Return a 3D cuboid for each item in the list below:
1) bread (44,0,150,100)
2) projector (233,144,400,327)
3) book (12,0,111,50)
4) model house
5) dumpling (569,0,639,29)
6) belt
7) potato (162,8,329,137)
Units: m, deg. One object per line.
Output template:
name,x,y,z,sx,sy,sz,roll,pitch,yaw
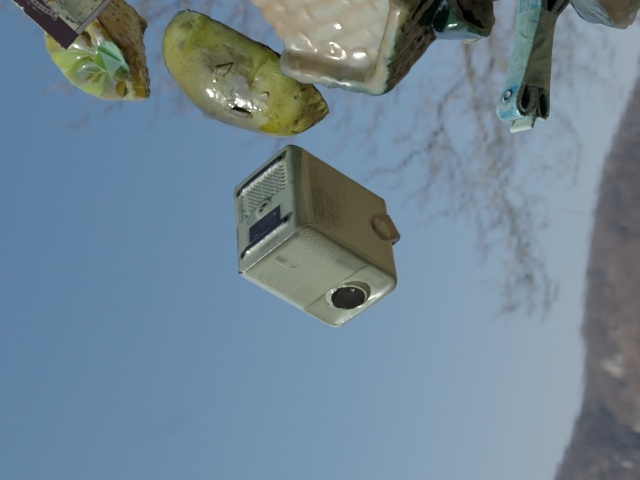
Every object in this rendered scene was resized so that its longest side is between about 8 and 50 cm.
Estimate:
bread,-0.372,-0.317,2.403,0.260,0.156,0.158,41,-154,-29
projector,0.000,0.000,2.119,0.242,0.163,0.177,31,-143,-36
book,-0.329,-0.396,1.991,0.231,0.026,0.157,-45,-62,3
model house,0.131,-0.401,1.731,0.445,0.395,0.400,-48,-67,-37
dumpling,0.462,-0.417,2.338,0.127,0.188,0.108,-29,-32,-9
belt,0.368,-0.329,2.444,0.087,0.072,0.302,18,-102,-32
potato,-0.128,-0.226,2.097,0.111,0.271,0.160,-55,-14,-11
